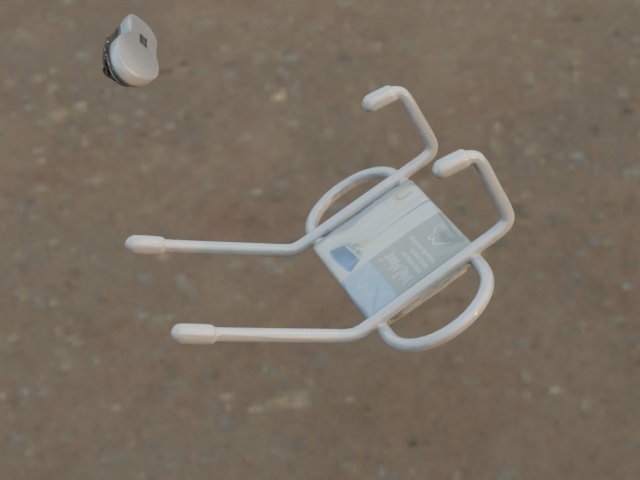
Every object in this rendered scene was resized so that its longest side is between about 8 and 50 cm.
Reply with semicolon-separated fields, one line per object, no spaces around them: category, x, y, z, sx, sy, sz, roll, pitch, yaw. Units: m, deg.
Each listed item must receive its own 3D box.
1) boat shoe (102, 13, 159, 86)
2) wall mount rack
boat shoe;-0.172;-0.160;1.551;0.040;0.049;0.142;-41;17;14
wall mount rack;0.000;0.000;1.580;0.304;0.130;0.350;-35;27;-2
